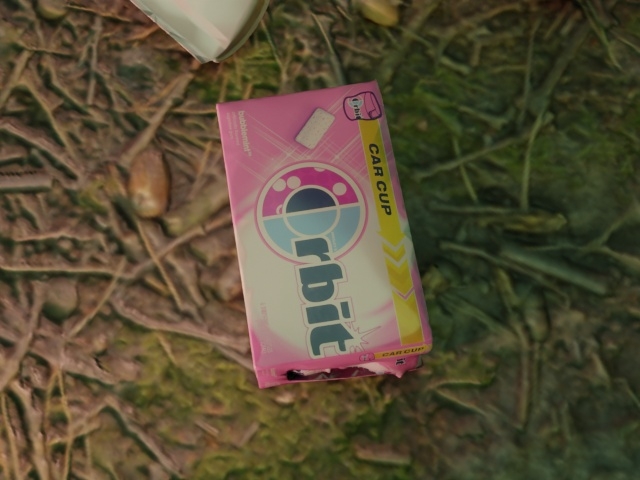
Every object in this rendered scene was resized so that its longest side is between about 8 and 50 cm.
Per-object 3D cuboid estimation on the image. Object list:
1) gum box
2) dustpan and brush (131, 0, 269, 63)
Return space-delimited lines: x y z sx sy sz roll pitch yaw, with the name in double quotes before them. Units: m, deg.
"gum box" 0.000 0.000 0.570 0.107 0.062 0.188 -9 70 -4
"dustpan and brush" -0.069 -0.241 0.665 0.147 0.060 0.211 41 79 -3
